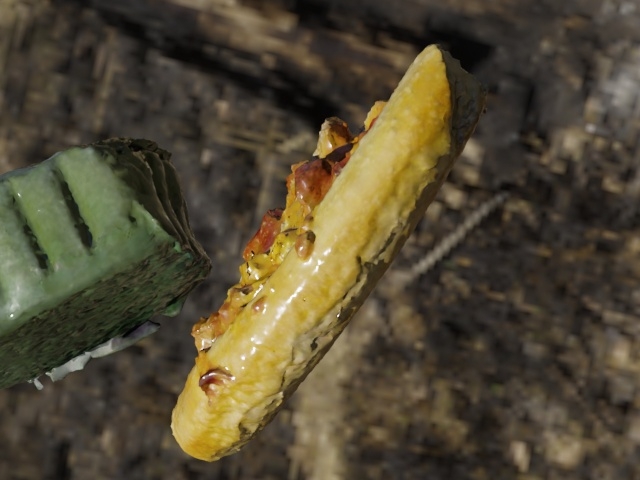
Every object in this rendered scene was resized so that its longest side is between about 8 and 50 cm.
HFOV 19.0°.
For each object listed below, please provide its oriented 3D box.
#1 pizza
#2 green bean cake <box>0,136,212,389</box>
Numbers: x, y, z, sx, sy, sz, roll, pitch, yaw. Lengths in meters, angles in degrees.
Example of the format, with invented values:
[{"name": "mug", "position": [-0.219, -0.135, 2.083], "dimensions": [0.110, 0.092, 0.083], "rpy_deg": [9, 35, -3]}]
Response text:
[{"name": "pizza", "position": [0.000, 0.000, 1.258], "dimensions": [0.335, 0.086, 0.226], "rpy_deg": [-56, 5, 26]}, {"name": "green bean cake", "position": [-0.199, 0.020, 1.443], "dimensions": [0.222, 0.227, 0.125], "rpy_deg": [67, 180, -75]}]
